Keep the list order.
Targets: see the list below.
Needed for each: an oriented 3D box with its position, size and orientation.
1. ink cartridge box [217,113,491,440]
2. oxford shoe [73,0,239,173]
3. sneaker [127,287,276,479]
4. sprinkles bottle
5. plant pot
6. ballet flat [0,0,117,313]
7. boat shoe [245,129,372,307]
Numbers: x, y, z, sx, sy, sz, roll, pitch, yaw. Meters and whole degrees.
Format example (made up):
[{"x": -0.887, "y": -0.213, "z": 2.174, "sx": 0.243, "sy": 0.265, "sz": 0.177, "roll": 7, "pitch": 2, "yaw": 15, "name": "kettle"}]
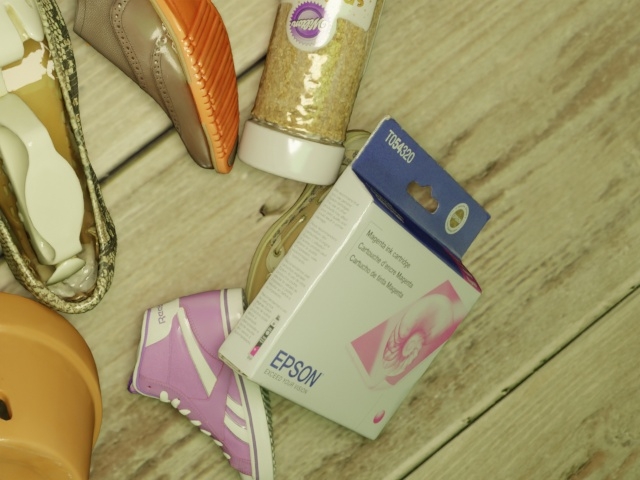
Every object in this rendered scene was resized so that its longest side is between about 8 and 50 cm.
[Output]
[{"x": 0.071, "y": 0.060, "z": 1.512, "sx": 0.330, "sy": 0.071, "sz": 0.324, "roll": -54, "pitch": 144, "yaw": 1, "name": "ink cartridge box"}, {"x": -0.188, "y": -0.228, "z": 1.402, "sx": 0.132, "sy": 0.130, "sz": 0.364, "roll": -11, "pitch": 120, "yaw": 16, "name": "oxford shoe"}, {"x": -0.144, "y": 0.191, "z": 1.541, "sx": 0.161, "sy": 0.102, "sz": 0.282, "roll": -11, "pitch": 113, "yaw": 1, "name": "sneaker"}, {"x": 0.006, "y": -0.246, "z": 1.451, "sx": 0.121, "sy": 0.121, "sz": 0.355, "roll": 12, "pitch": 100, "yaw": -24, "name": "sprinkles bottle"}, {"x": -0.363, "y": 0.227, "z": 1.355, "sx": 0.290, "sy": 0.203, "sz": 0.291, "roll": -10, "pitch": 123, "yaw": -16, "name": "plant pot"}, {"x": -0.316, "y": -0.139, "z": 1.321, "sx": 0.164, "sy": 0.182, "sz": 0.483, "roll": -22, "pitch": 111, "yaw": -13, "name": "ballet flat"}, {"x": 0.000, "y": 0.000, "z": 1.533, "sx": 0.104, "sy": 0.089, "sz": 0.285, "roll": 24, "pitch": 96, "yaw": -26, "name": "boat shoe"}]
